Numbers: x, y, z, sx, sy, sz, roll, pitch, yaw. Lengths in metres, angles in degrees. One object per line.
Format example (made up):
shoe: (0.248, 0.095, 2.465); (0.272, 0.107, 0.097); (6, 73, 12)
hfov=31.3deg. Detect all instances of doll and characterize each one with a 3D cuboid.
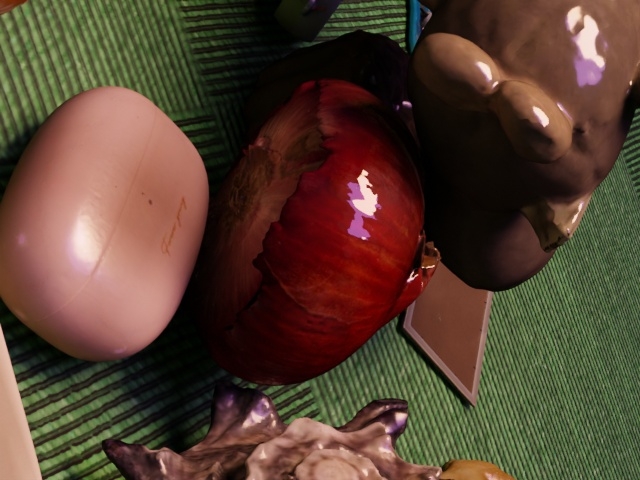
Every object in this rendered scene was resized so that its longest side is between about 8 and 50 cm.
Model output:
doll: (0.170, -0.175, 0.919); (0.252, 0.378, 0.382); (31, 66, -2)

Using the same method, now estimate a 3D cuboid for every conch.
conch: (-0.006, 0.191, 0.769); (0.313, 0.240, 0.186); (-1, 88, -68)

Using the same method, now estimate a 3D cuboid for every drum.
drum: (0.045, -0.299, 1.085); (0.049, 0.253, 0.130); (36, 14, -7)

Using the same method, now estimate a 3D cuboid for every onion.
onion: (-0.011, -0.002, 0.855); (0.161, 0.248, 0.248); (45, 41, -24)

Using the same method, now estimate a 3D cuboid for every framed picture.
framed picture: (0.139, 0.068, 1.232); (0.142, 0.011, 0.183); (48, 40, -30)

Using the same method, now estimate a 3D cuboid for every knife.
knife: (0.117, -0.293, 1.366); (0.044, 0.026, 0.296); (16, 62, -38)

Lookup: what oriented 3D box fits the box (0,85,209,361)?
box: (-0.149, -0.014, 0.794); (0.146, 0.088, 0.200); (47, 40, -34)

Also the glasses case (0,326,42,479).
glasses case: (-0.258, 0.026, 0.636); (0.131, 0.070, 0.313); (-10, 82, -56)

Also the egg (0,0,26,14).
egg: (-0.225, -0.238, 0.709); (0.195, 0.195, 0.233); (58, 38, -18)

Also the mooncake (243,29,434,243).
mooncake: (0.040, -0.080, 1.064); (0.228, 0.124, 0.228); (31, 50, -46)

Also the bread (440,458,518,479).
bread: (0.113, 0.290, 0.981); (0.152, 0.130, 0.267); (62, 33, -4)
